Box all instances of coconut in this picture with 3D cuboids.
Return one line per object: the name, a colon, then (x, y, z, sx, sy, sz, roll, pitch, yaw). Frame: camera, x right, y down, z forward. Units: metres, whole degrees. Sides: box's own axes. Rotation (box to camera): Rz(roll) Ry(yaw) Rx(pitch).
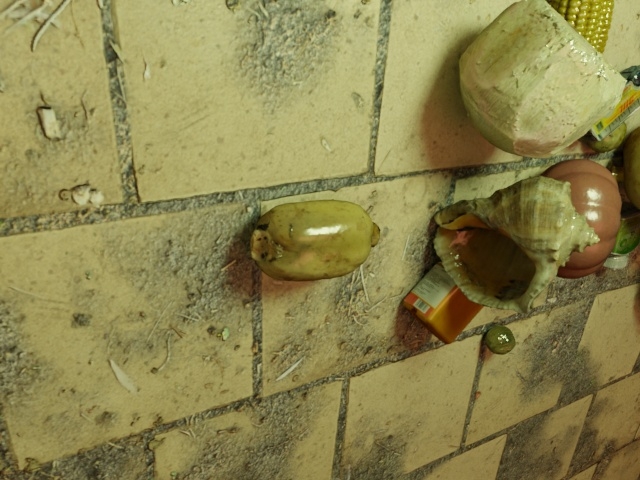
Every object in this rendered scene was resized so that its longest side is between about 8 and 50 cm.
coconut: (0.420, -0.312, 1.049, 0.297, 0.297, 0.254, 18, 130, -37)

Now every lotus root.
lotus root: (0.000, 0.000, 1.026, 0.284, 0.146, 0.160, -6, 134, -33)

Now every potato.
potato: (0.783, -0.286, 1.418, 0.137, 0.070, 0.092, -17, 122, -24)

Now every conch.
conch: (0.434, 0.007, 1.166, 0.209, 0.352, 0.298, 9, 91, -32)

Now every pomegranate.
pomegranate: (0.974, -0.200, 1.448, 0.318, 0.319, 0.320, -14, 119, -26)

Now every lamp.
lamp: (0.611, -0.056, 1.316, 0.305, 0.239, 0.306, 5, 90, -75)

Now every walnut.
walnut: (0.531, 0.295, 1.541, 0.092, 0.092, 0.092, -14, 119, -26)

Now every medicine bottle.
medicine bottle: (0.930, -0.014, 1.632, 0.131, 0.088, 0.189, -17, 120, -25)
medicine bottle: (0.335, 0.132, 1.317, 0.222, 0.112, 0.149, -47, 128, -4)

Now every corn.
corn: (0.564, -0.400, 1.184, 0.143, 0.144, 0.388, -17, 121, -24)

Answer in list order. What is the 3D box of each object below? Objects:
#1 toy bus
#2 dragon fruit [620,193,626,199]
toy bus: (0.753, -0.355, 1.339, 0.268, 0.092, 0.106, -38, 112, -11)
dragon fruit: (0.790, -0.082, 1.508, 0.147, 0.102, 0.096, -26, 117, -7)
